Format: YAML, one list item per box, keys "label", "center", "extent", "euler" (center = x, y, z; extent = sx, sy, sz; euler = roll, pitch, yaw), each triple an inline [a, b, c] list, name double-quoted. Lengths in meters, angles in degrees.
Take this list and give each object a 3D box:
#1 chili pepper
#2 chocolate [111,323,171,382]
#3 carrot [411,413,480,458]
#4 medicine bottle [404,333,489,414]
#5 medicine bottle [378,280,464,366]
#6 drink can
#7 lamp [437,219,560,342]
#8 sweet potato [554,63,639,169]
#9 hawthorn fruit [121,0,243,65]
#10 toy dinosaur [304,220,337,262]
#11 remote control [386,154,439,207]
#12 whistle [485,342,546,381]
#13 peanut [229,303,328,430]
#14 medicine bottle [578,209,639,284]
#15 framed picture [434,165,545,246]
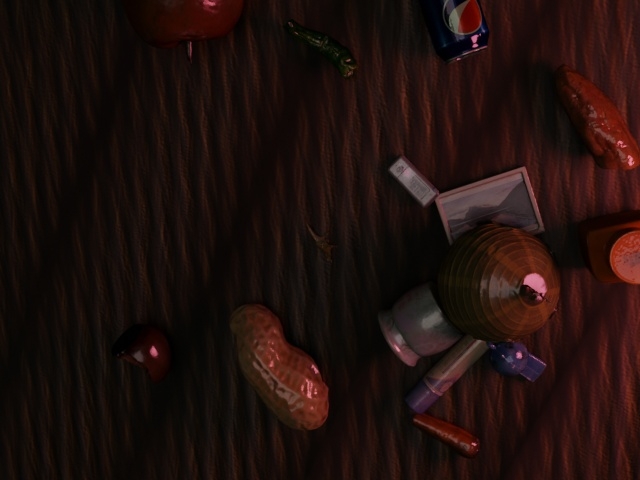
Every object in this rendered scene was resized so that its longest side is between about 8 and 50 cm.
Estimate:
- label: "chili pepper"
  center: [0.005, -0.414, 1.611]
  extent: [0.182, 0.073, 0.050]
  euler: [33, 127, -1]
- label: "chocolate"
  center: [-0.412, 0.273, 1.790]
  extent: [0.127, 0.124, 0.133]
  euler: [-30, 124, 12]
- label: "carrot"
  center: [0.283, 0.436, 1.706]
  extent: [0.161, 0.055, 0.055]
  euler: [27, 103, 14]
- label: "medicine bottle"
  center: [0.283, 0.288, 1.675]
  extent: [0.059, 0.059, 0.231]
  euler: [42, 104, 3]
- label: "medicine bottle"
  center: [0.214, 0.179, 1.627]
  extent: [0.143, 0.147, 0.147]
  euler: [-33, 91, 17]
- label: "drink can"
  center: [0.264, -0.467, 1.527]
  extent: [0.118, 0.118, 0.205]
  euler: [-19, 96, 14]
- label: "lamp"
  center: [0.367, 0.084, 1.510]
  extent: [0.250, 0.284, 0.250]
  euler: [-1, 93, -18]
- label: "sweet potato"
  center: [0.546, -0.243, 1.520]
  extent: [0.097, 0.097, 0.252]
  euler: [-36, 87, 15]
- label: "hawthorn fruit"
  center: [-0.286, -0.514, 1.556]
  extent: [0.267, 0.268, 0.301]
  euler: [5, 102, 11]
- label: "toy dinosaur"
  center: [0.004, -0.001, 1.701]
  extent: [0.041, 0.026, 0.113]
  euler: [-24, 103, 31]
- label: "remote control"
  center: [0.200, -0.128, 1.639]
  extent: [0.124, 0.018, 0.053]
  euler: [46, 107, 9]
- label: "whistle"
  center: [0.416, 0.257, 1.613]
  extent: [0.157, 0.090, 0.090]
  euler: [33, 104, -9]
- label: "peanut"
  center: [-0.095, 0.287, 1.715]
  extent: [0.153, 0.140, 0.325]
  euler: [-31, 87, -4]
- label: "medicine bottle"
  center: [0.598, 0.015, 1.481]
  extent: [0.149, 0.222, 0.112]
  euler: [-13, 96, 13]
- label: "framed picture"
  center: [0.361, -0.059, 1.625]
  extent: [0.203, 0.015, 0.150]
  euler: [-17, 96, 14]
